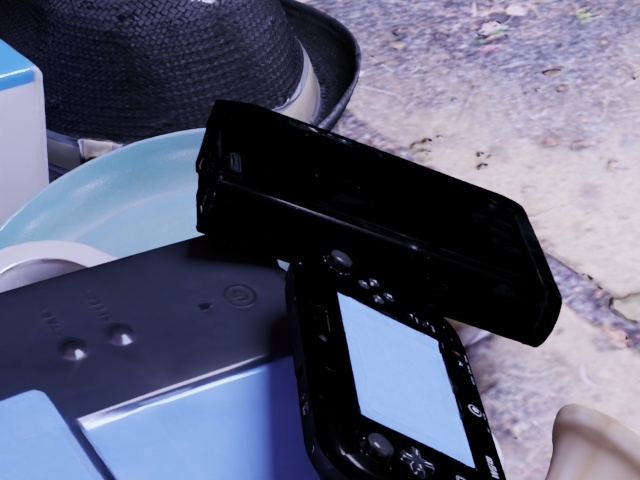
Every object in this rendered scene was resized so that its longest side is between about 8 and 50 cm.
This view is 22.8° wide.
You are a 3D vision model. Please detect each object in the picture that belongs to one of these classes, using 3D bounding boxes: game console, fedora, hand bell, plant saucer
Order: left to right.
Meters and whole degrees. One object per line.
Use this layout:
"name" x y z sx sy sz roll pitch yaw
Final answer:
"fedora" -0.138 -0.168 1.233 0.334 0.152 0.334 -6 39 5
"game console" -0.080 0.150 0.715 0.342 0.060 0.386 -20 47 -26
"plant saucer" -0.086 0.055 1.005 0.317 0.043 0.317 -7 48 8
"game console" 0.041 0.038 0.835 0.213 0.044 0.361 19 25 -15
"hand bell" 0.080 0.205 0.784 0.242 0.126 0.126 -40 46 -16

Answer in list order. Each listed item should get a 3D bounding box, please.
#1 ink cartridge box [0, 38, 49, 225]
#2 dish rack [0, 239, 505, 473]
"ink cartridge box" -0.416 -0.095 1.162 0.285 0.166 0.395 -20 38 -31
"dish rack" -0.100 0.147 0.815 0.333 0.072 0.285 21 43 20
